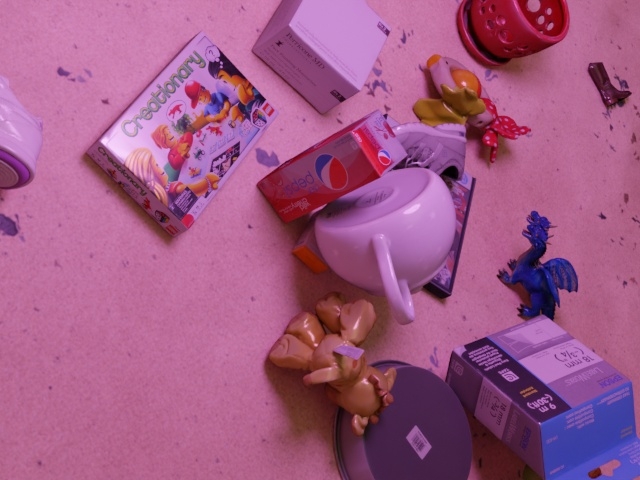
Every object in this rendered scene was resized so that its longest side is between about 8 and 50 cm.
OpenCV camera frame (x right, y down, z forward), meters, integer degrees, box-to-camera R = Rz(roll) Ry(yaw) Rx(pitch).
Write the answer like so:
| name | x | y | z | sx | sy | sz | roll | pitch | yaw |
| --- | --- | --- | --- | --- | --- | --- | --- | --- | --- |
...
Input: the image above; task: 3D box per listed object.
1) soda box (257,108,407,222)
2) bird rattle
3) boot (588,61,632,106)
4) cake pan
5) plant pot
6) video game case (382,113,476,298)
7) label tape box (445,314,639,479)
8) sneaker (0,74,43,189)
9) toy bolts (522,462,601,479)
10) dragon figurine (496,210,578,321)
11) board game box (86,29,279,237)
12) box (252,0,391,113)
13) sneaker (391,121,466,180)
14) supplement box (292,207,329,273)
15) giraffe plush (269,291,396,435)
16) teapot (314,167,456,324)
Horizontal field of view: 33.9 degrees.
| name | x | y | z | sx | sy | sz | roll | pitch | yaw |
| --- | --- | --- | --- | --- | --- | --- | --- | --- | --- |
| soda box | 0.014 | -0.116 | 1.717 | 0.083 | 0.263 | 0.092 | -41 | 101 | -40 |
| bird rattle | 0.305 | -0.283 | 2.111 | 0.253 | 0.143 | 0.207 | 5 | 55 | -41 |
| boot | 0.690 | -0.384 | 2.514 | 0.106 | 0.037 | 0.114 | -24 | 85 | -44 |
| cake pan | 0.152 | 0.345 | 1.802 | 0.293 | 0.054 | 0.293 | 14 | 66 | -35 |
| plant pot | 0.403 | -0.472 | 2.218 | 0.191 | 0.174 | 0.191 | 14 | 66 | -34 |
| video game case | 0.176 | -0.066 | 1.981 | 0.248 | 0.035 | 0.275 | 33 | 56 | -26 |
| label tape box | 0.419 | 0.288 | 1.853 | 0.240 | 0.106 | 0.333 | -16 | 40 | -33 |
| sneaker | -0.517 | -0.194 | 1.441 | 0.305 | 0.114 | 0.152 | 37 | 41 | -28 |
| toy bolts | 0.459 | 0.492 | 1.892 | 0.228 | 0.158 | 0.218 | 18 | 95 | -54 |
| dragon figurine | 0.449 | 0.087 | 2.073 | 0.085 | 0.144 | 0.289 | -33 | 96 | -41 |
| board game box | -0.214 | -0.176 | 1.696 | 0.193 | 0.053 | 0.305 | 46 | 52 | -16 |
| box | 0.005 | -0.363 | 1.896 | 0.181 | 0.119 | 0.182 | 40 | 53 | -20 |
| sneaker | 0.172 | -0.150 | 1.917 | 0.281 | 0.105 | 0.115 | -8 | 86 | -37 |
| supplement box | 0.000 | 0.000 | 1.814 | 0.062 | 0.036 | 0.098 | 44 | 52 | -19 |
| giraffe plush | 0.046 | 0.208 | 1.692 | 0.181 | 0.210 | 0.170 | -37 | 120 | -8 |
| teapot | 0.123 | 0.010 | 1.739 | 0.256 | 0.252 | 0.187 | -35 | 113 | -29 |
